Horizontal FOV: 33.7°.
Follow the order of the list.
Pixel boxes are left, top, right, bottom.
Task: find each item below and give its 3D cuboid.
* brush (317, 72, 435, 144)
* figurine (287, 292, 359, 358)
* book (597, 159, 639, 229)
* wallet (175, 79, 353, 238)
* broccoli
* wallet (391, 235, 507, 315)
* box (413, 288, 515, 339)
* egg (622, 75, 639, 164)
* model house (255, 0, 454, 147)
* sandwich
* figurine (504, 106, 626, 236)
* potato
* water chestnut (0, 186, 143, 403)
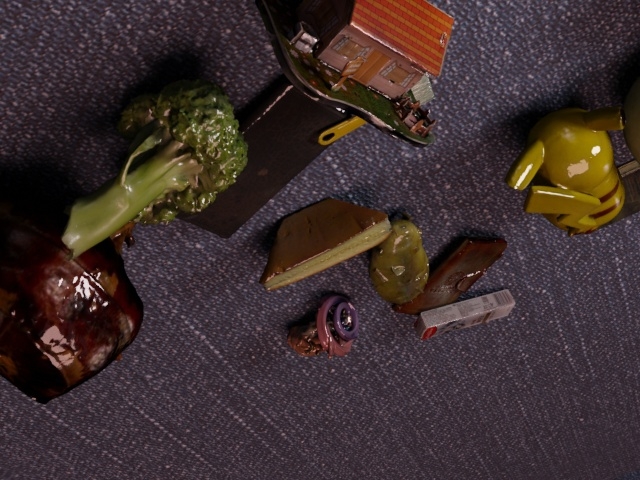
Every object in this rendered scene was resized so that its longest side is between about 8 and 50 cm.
[{"bbox_3d":[0.086,-0.206,1.681,0.205,0.011,0.083,-29,142,-3],"label":"brush"},{"bbox_3d":[0.008,0.189,2.107,0.114,0.126,0.157,43,120,-2],"label":"figurine"},{"bbox_3d":[0.617,-0.103,2.057,0.228,0.024,0.160,-26,144,11],"label":"book"},{"bbox_3d":[-0.107,-0.130,1.706,0.321,0.044,0.170,-41,139,23],"label":"wallet"},{"bbox_3d":[-0.253,-0.114,1.551,0.302,0.186,0.254,-29,174,-1],"label":"broccoli"},{"bbox_3d":[0.267,0.073,2.130,0.137,0.031,0.255,7,140,-37],"label":"wallet"},{"bbox_3d":[0.302,0.154,2.214,0.218,0.039,0.055,-14,151,-21],"label":"box"},{"bbox_3d":[0.635,-0.198,1.786,0.218,0.218,0.295,-41,152,27],"label":"egg"},{"bbox_3d":[0.082,-0.275,1.463,0.294,0.207,0.154,20,126,-40],"label":"model house"},{"bbox_3d":[0.000,0.000,1.875,0.258,0.096,0.094,-24,150,6],"label":"sandwich"},{"bbox_3d":[0.430,-0.119,1.836,0.218,0.169,0.327,-29,143,7],"label":"figurine"},{"bbox_3d":[0.148,0.040,1.989,0.117,0.090,0.225,-27,142,-13],"label":"potato"},{"bbox_3d":[-0.412,0.054,1.629,0.347,0.335,0.335,-50,151,-23],"label":"water chestnut"}]
